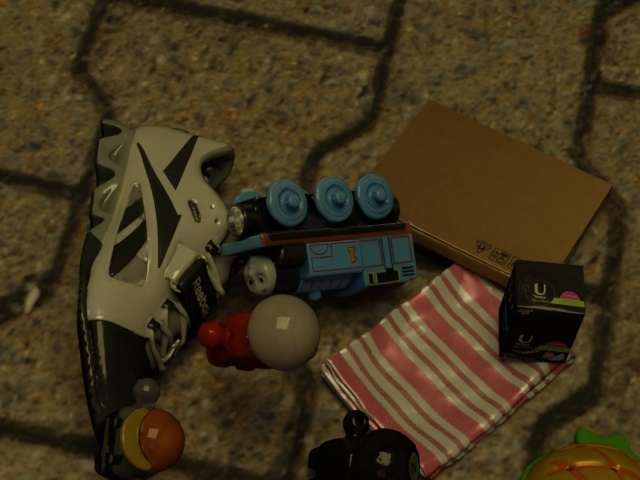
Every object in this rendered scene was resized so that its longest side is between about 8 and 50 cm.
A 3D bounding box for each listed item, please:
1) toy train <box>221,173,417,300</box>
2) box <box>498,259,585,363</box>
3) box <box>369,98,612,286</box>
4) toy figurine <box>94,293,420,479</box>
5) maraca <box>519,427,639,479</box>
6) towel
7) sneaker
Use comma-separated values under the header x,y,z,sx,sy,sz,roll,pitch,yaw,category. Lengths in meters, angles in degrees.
x,y,z,sx,sy,sz,roll,pitch,yaw,category
0.000,0.000,1.536,0.184,0.080,0.105,-5,83,-39,toy train
0.191,0.062,1.524,0.062,0.083,0.052,6,54,-4,box
0.152,-0.041,1.645,0.201,0.021,0.164,26,50,15,box
-0.053,0.169,1.383,0.209,0.148,0.213,-37,96,-25,toy figurine
0.232,0.214,1.451,0.127,0.099,0.186,35,35,15,maraca
0.115,0.106,1.550,0.197,0.029,0.144,-36,66,-25,towel
-0.133,0.030,1.526,0.146,0.122,0.330,3,57,0,sneaker
